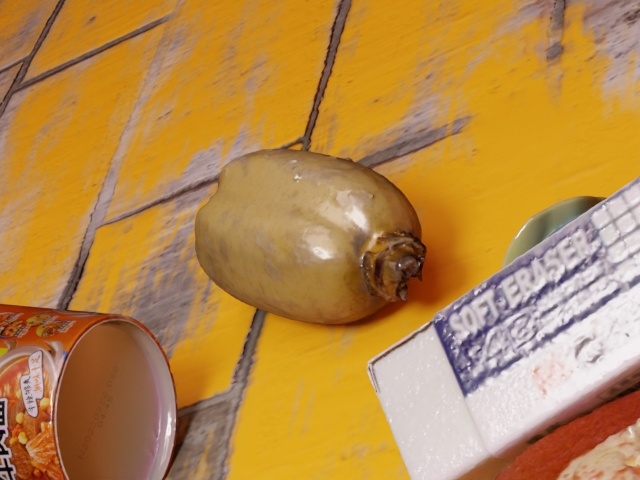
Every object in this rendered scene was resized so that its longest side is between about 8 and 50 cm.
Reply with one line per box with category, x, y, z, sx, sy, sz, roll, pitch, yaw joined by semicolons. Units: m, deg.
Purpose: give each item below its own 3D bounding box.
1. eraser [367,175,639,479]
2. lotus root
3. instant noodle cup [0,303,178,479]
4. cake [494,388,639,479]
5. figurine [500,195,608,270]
eraser;0.179;0.071;1.212;0.287;0.086;0.130;-35;62;24
lotus root;0.000;0.000;1.665;0.342;0.151;0.169;15;71;50
instant noodle cup;-0.270;0.173;1.619;0.192;0.250;0.250;-3;41;30
cake;0.242;0.196;1.107;0.283;0.151;0.177;-26;18;18
figurine;0.242;0.050;1.321;0.180;0.154;0.262;-29;23;-12
